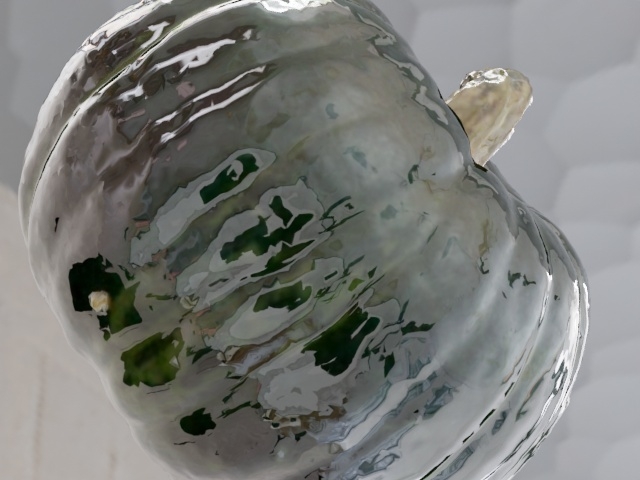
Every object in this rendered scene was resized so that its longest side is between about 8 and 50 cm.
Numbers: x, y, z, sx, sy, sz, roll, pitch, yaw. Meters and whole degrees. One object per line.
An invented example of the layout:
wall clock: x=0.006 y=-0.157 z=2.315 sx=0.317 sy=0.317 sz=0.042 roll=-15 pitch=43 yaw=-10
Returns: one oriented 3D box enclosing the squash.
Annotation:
squash: x=-0.004 y=0.004 z=0.577 sx=0.218 sy=0.172 sz=0.218 roll=41 pitch=35 yaw=-37
